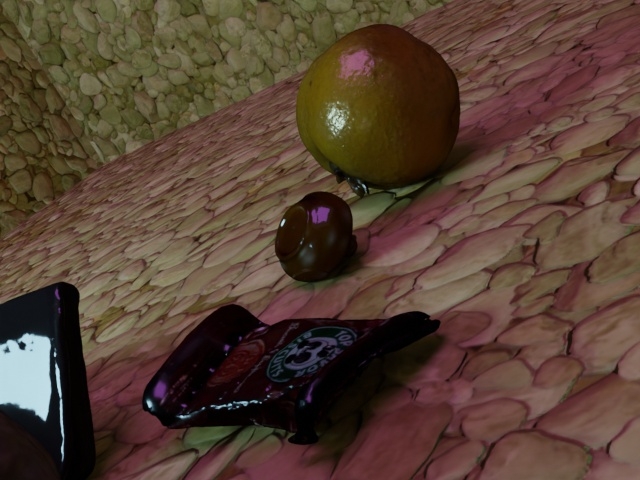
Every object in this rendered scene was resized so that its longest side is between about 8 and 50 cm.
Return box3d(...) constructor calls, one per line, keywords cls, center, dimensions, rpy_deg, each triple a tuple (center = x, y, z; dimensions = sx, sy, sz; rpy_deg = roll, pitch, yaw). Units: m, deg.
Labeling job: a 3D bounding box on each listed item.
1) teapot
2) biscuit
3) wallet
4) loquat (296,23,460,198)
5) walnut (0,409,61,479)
box3d(cls="teapot", center=(0.000, 0.000, 0.914), dimensions=(0.129, 0.078, 0.098), rpy_deg=(-26, 53, 59))
box3d(cls="biscuit", center=(-0.033, 0.102, 0.678), dimensions=(0.235, 0.063, 0.151), rpy_deg=(-9, 27, 43))
box3d(cls="wallet", center=(-0.375, 0.180, 0.825), dimensions=(0.378, 0.197, 0.051), rpy_deg=(-18, -18, 25))
box3d(cls="loquat", center=(0.069, -0.157, 1.027), dimensions=(0.208, 0.208, 0.208), rpy_deg=(-27, 17, 9))
box3d(cls="walnut", center=(-0.274, 0.197, 0.540), dimensions=(0.224, 0.224, 0.224), rpy_deg=(-27, 17, 9))
